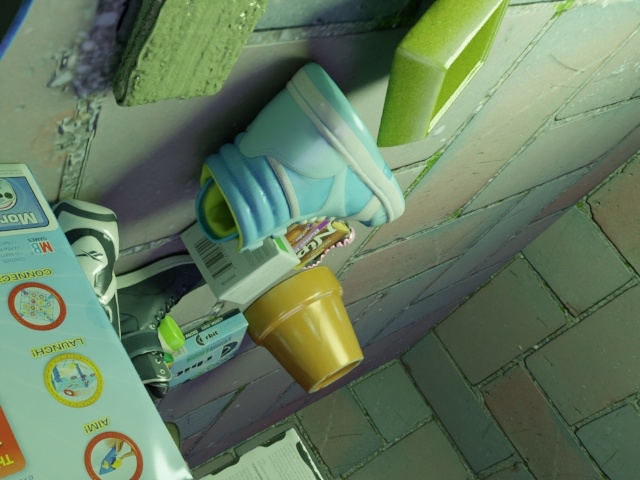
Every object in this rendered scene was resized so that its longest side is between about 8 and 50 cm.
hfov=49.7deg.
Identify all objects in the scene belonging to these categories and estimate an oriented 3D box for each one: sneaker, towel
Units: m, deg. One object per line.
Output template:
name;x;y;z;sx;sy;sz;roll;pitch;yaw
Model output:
sneaker;-0.027;-0.055;0.800;0.208;0.127;0.319;-37;153;4
sneaker;0.000;0.000;1.140;0.119;0.047;0.057;-35;148;-9
sneaker;-0.204;0.112;0.868;0.226;0.163;0.086;-20;157;-41
sneaker;-0.256;0.091;0.674;0.094;0.153;0.235;19;127;-30
towel;-0.099;-0.164;0.536;0.110;0.027;0.148;-19;156;-42

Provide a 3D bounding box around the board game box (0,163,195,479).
board game box;-0.282;0.093;0.438;0.308;0.301;0.086;-9;151;-52

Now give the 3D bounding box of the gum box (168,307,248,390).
gum box;-0.223;0.208;1.291;0.157;0.041;0.184;-25;162;-26

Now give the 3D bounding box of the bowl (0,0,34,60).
bowl;-0.229;-0.090;0.195;0.391;0.077;0.391;-48;178;-2

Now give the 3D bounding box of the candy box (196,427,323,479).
candy box;-0.110;0.227;0.479;0.196;0.070;0.165;-19;158;-42

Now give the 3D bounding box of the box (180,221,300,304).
box;-0.100;0.012;0.878;0.102;0.101;0.087;-35;163;6

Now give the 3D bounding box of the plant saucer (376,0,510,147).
plant saucer;0.138;-0.196;0.728;0.188;0.045;0.188;-51;168;-18

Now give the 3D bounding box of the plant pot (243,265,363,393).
plant pot;-0.018;0.183;1.341;0.205;0.188;0.205;-30;162;-11

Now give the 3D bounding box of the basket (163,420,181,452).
basket;-0.295;0.248;0.775;0.154;0.227;0.204;-51;-158;20

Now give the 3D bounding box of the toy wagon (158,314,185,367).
toy wagon;-0.345;0.187;0.973;0.267;0.068;0.344;-33;163;-3

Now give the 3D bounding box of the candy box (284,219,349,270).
candy box;-0.032;-0.017;1.010;0.109;0.053;0.187;-36;164;7
